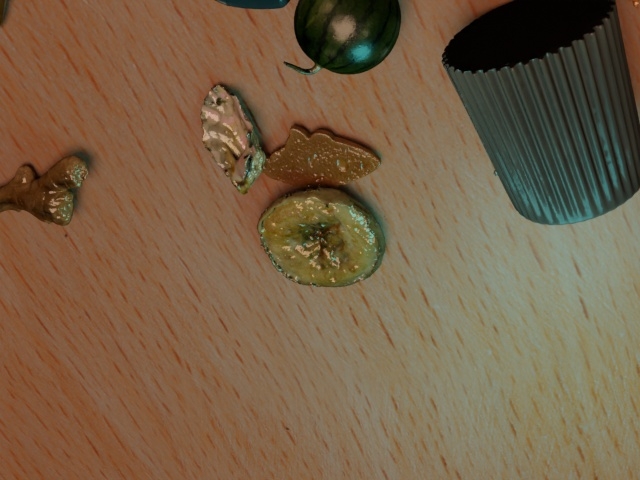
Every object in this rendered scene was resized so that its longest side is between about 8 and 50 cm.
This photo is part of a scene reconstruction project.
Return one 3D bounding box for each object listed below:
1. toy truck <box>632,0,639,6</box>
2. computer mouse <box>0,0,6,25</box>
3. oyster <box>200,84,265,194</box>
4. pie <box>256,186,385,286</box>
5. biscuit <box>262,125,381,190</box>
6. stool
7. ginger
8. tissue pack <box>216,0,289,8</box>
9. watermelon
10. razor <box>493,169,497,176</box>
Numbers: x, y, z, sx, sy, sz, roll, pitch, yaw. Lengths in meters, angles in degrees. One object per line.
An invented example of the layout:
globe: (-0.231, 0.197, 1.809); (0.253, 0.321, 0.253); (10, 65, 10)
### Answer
toy truck: (0.577, -0.516, 1.553); (0.135, 0.114, 0.270); (39, 123, -12)
computer mouse: (-0.654, -0.501, 1.885); (0.102, 0.045, 0.199); (24, 124, -5)
oyster: (-0.168, -0.210, 1.938); (0.133, 0.072, 0.209); (-34, 84, 36)
pie: (0.000, 0.000, 2.023); (0.274, 0.055, 0.274); (7, 132, 8)
biscuit: (0.000, -0.158, 1.951); (0.250, 0.035, 0.162); (2, 127, 15)
stool: (0.406, -0.227, 1.674); (0.297, 0.297, 0.330); (-16, 120, 21)
ginger: (-0.628, -0.096, 2.108); (0.334, 0.081, 0.147); (-7, 120, 24)
tissue pack: (-0.130, -0.549, 1.643); (0.206, 0.198, 0.287); (10, 125, 5)
watermelon: (0.043, -0.377, 1.712); (0.188, 0.188, 0.214); (28, 100, -5)
razor: (0.332, -0.232, 1.837); (0.084, 0.036, 0.211); (-26, 108, 0)
